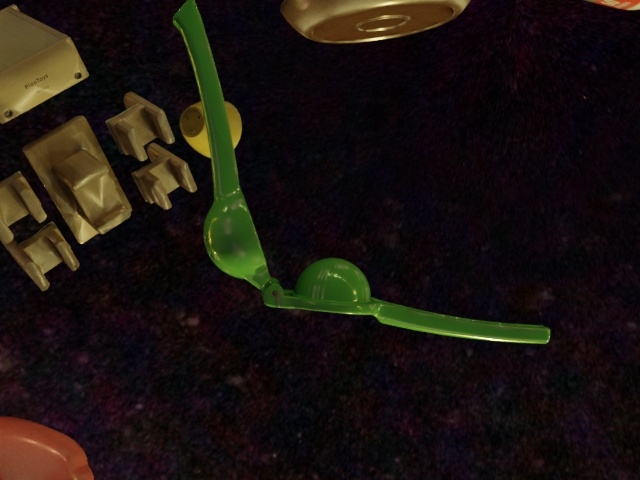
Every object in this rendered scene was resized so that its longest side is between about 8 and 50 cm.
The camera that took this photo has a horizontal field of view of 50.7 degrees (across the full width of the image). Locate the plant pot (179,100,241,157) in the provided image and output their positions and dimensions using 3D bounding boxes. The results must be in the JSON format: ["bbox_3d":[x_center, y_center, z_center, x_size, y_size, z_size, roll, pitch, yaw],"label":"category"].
[{"bbox_3d":[-0.257,-0.255,1.500,0.134,0.095,0.134,-1,88,27],"label":"plant pot"}]

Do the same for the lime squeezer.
[{"bbox_3d":[0.000,0.000,0.427,0.310,0.059,0.110,41,71,-7],"label":"lime squeezer"}]

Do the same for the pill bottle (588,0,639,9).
[{"bbox_3d":[0.234,-0.405,0.770,0.363,0.210,0.210,12,112,-3],"label":"pill bottle"}]

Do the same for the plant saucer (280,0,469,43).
[{"bbox_3d":[0.094,-0.357,1.050,0.311,0.310,0.050,-5,95,18],"label":"plant saucer"}]

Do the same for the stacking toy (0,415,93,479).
[{"bbox_3d":[-0.188,0.261,0.340,0.280,0.130,0.308,9,85,12],"label":"stacking toy"}]

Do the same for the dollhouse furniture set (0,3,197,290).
[{"bbox_3d":[-0.299,-0.113,0.753,0.161,0.212,0.242,32,150,39],"label":"dollhouse furniture set"}]
